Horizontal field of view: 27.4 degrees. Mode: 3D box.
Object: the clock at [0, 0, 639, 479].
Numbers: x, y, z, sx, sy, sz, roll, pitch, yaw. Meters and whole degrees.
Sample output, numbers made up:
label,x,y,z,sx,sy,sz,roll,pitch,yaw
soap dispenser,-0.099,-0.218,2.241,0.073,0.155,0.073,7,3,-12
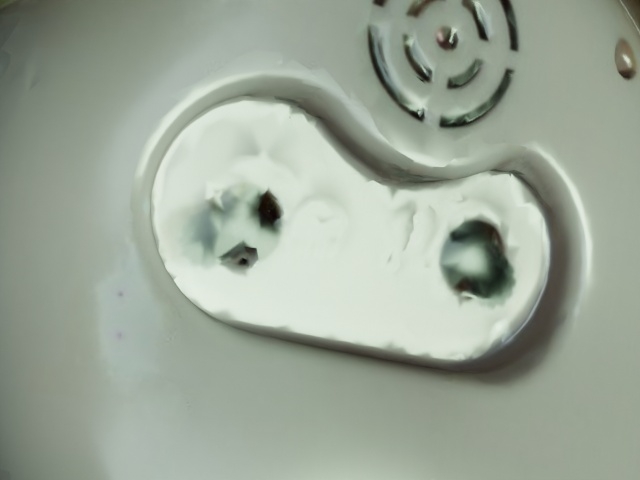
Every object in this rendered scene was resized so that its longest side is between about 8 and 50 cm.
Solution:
label,x,y,z,sx,sy,sz,roll,pitch,yaw
clock,0.000,0.000,0.477,0.342,0.184,0.326,14,84,-32
